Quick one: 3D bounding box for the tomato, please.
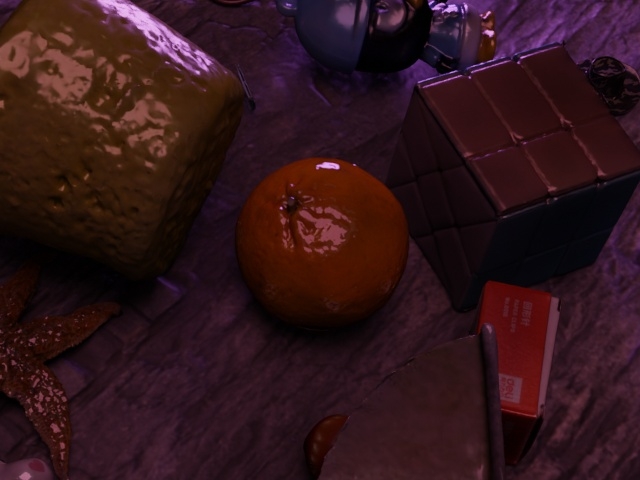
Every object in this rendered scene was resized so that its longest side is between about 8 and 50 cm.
[{"bbox_3d":[0.018,0.241,1.622,0.087,0.087,0.075,-37,57,-28],"label":"tomato"}]

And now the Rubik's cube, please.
[{"bbox_3d":[0.242,-0.083,1.791,0.225,0.231,0.221,-19,61,-21],"label":"Rubik's cube"}]

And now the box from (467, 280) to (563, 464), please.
[{"bbox_3d":[0.222,0.158,1.676,0.099,0.133,0.182,13,53,2],"label":"box"}]

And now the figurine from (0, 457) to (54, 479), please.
[{"bbox_3d":[-0.352,0.291,1.514,0.130,0.109,0.178,-10,74,6],"label":"figurine"}]

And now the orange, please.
[{"bbox_3d":[0.002,0.001,1.728,0.219,0.193,0.219,0,72,-2],"label":"orange"}]

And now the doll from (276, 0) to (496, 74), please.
[{"bbox_3d":[0.092,-0.310,1.982,0.314,0.141,0.177,7,49,-7],"label":"doll"}]

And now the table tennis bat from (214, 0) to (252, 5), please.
[{"bbox_3d":[-0.105,-0.392,2.086,0.155,0.019,0.098,-12,56,-13],"label":"table tennis bat"}]

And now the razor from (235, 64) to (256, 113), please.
[{"bbox_3d":[-0.163,-0.195,1.931,0.135,0.040,0.068,-16,58,-12],"label":"razor"}]

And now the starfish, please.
[{"bbox_3d":[-0.364,0.135,1.659,0.299,0.060,0.302,27,56,14],"label":"starfish"}]

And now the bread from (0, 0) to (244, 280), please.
[{"bbox_3d":[-0.275,-0.126,1.696,0.308,0.348,0.348,30,57,4],"label":"bread"}]

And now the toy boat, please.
[{"bbox_3d":[0.119,0.280,1.546,0.276,0.111,0.293,-23,76,6],"label":"toy boat"}]

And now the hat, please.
[{"bbox_3d":[0.415,-0.237,2.028,0.121,0.050,0.121,5,53,-7],"label":"hat"}]
